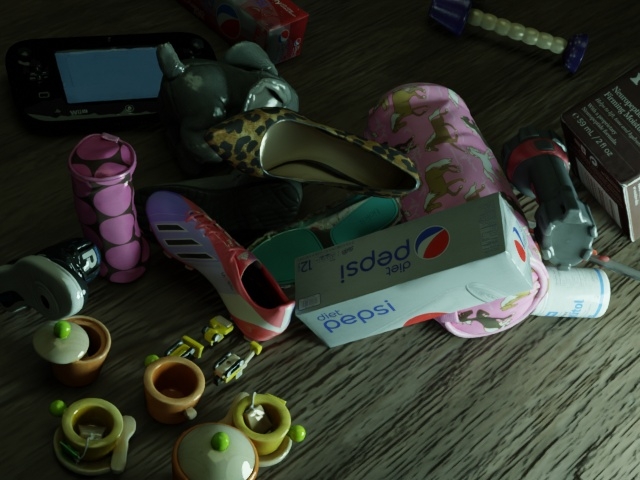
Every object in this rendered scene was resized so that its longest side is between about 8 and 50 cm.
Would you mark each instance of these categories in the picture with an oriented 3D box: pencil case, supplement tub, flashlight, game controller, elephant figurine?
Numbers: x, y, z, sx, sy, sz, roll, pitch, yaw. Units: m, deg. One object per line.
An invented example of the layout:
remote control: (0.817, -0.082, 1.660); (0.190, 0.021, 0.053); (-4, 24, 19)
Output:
pencil case: (-0.263, -0.044, 1.573); (0.095, 0.209, 0.098); (18, 54, 11)
supplement tub: (0.339, 0.071, 1.732); (0.107, 0.071, 0.071); (2, 45, -13)
pencil case: (0.180, -0.053, 1.753); (0.167, 0.160, 0.386); (26, 33, -38)
flashlight: (0.326, -0.061, 1.791); (0.103, 0.103, 0.304); (41, 22, -22)
game controller: (-0.301, -0.238, 1.861); (0.319, 0.067, 0.166); (-7, 48, -22)
elephant figurine: (-0.105, -0.201, 1.793); (0.239, 0.186, 0.169); (-19, 80, -17)

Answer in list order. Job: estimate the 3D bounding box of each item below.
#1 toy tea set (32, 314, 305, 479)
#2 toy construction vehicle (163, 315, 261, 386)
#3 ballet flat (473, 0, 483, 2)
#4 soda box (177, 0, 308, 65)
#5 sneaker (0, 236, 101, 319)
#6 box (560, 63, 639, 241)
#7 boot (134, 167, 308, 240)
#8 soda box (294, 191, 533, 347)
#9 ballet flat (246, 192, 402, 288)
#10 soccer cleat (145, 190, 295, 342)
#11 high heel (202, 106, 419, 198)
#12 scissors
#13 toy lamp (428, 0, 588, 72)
toy tea set: (-0.187, 0.185, 1.424); (0.336, 0.124, 0.200); (22, 44, 6)
toy construction vehicle: (-0.132, 0.142, 1.555); (0.085, 0.035, 0.098); (27, 45, 23)
ballet flat: (0.212, -0.533, 2.297); (0.106, 0.108, 0.316); (2, 43, -44)
soda box: (-0.143, -0.393, 2.050); (0.092, 0.083, 0.263); (-29, 60, -36)
sneaker: (-0.304, 0.034, 1.502); (0.121, 0.079, 0.216); (-28, 17, -33)
box: (0.494, -0.144, 1.871); (0.203, 0.167, 0.168); (-33, 55, -2)
boot: (-0.132, -0.061, 1.728); (0.246, 0.084, 0.161); (-4, 19, 8)
soda box: (0.113, 0.041, 1.558); (0.286, 0.098, 0.091); (-18, 52, 21)
ballet flat: (0.000, 0.000, 1.694); (0.240, 0.077, 0.091); (-24, 96, -10)
soccer cleat: (-0.125, 0.020, 1.594); (0.083, 0.095, 0.248); (-32, 78, -40)
high heel: (-0.005, -0.108, 1.594); (0.261, 0.093, 0.186); (5, 13, -40)
scissors: (0.386, 0.020, 1.756); (0.297, 0.021, 0.109); (17, 20, 29)
toy lamp: (0.322, -0.367, 2.168); (0.274, 0.080, 0.080); (21, 44, 1)
